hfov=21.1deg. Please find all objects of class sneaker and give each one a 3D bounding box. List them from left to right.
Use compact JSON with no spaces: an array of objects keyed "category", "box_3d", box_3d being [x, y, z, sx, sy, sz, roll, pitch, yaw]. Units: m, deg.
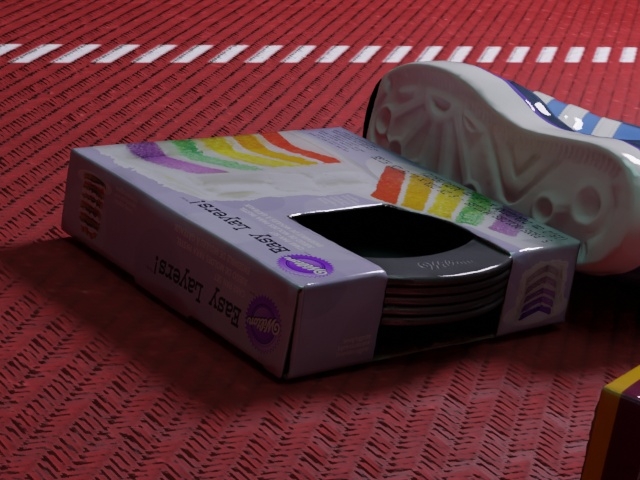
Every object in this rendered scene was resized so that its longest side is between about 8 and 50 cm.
[{"category":"sneaker","box_3d":[0.206,-0.040,1.279,0.236,0.130,0.323,7,12,-37]}]

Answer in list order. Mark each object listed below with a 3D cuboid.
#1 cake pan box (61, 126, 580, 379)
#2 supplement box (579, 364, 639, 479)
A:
[{"category":"cake pan box","box_3d":[0.000,0.000,1.131,0.245,0.070,0.267,-9,27,-37]},{"category":"supplement box","box_3d":[0.237,0.126,0.856,0.188,0.081,0.104,20,22,29]}]
